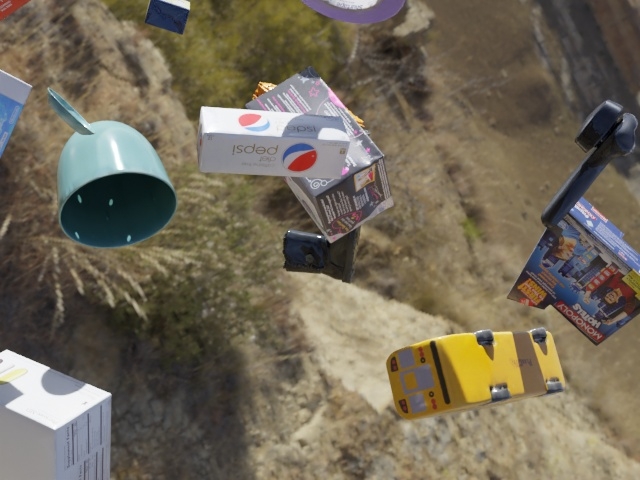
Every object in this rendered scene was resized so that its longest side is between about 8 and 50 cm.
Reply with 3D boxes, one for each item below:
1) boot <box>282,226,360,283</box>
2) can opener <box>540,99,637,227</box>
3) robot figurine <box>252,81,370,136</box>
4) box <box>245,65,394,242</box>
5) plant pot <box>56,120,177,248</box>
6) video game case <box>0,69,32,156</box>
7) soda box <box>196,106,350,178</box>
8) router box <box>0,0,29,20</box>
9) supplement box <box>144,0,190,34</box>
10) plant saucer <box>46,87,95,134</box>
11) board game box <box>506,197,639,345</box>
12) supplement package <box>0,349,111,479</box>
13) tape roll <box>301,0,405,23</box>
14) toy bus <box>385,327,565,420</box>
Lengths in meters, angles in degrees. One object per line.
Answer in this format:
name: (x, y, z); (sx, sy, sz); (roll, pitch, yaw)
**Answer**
boot: (0.000, 0.000, 2.394); (0.094, 0.207, 0.246); (-67, 167, -55)
can opener: (0.354, -0.095, 1.162); (0.073, 0.186, 0.059); (36, 20, 15)
robot figurine: (-0.017, -0.302, 2.138); (0.291, 0.085, 0.211); (11, 26, -42)
box: (-0.002, -0.147, 1.521); (0.247, 0.142, 0.163); (56, -8, 31)
plant pot: (-0.533, -0.160, 2.218); (0.293, 0.293, 0.235); (28, 32, -49)
video game case: (-0.656, -0.197, 1.490); (0.244, 0.061, 0.269); (27, 85, -53)
soda box: (-0.071, -0.143, 1.285); (0.216, 0.074, 0.069); (2, 41, -14)
router box: (-0.427, -0.355, 0.935); (0.301, 0.335, 0.082); (26, 42, -60)
supplement box: (-0.321, -0.479, 1.829); (0.083, 0.056, 0.083); (15, 24, -15)
plant saucer: (-0.475, -0.237, 1.642); (0.119, 0.021, 0.119); (45, -1, 1)
board game box: (0.385, 0.056, 1.324); (0.194, 0.194, 0.060); (44, 44, 6)
supplement package: (-0.532, 0.352, 1.597); (0.145, 0.262, 0.204); (-33, 134, -57)
tape roll: (0.042, -0.402, 1.252); (0.189, 0.189, 0.080); (37, 63, -42)
toy bus: (0.256, 0.206, 1.360); (0.333, 0.130, 0.108); (6, 65, -50)
